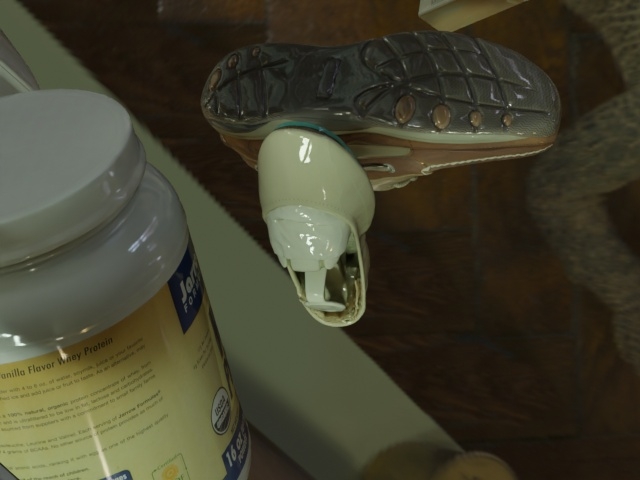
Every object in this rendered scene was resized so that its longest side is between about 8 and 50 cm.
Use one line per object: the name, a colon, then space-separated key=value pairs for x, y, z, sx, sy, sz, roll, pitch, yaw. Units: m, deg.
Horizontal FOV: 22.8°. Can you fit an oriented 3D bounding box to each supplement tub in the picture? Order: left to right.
supplement tub: x=-0.190 y=0.071 z=1.161 sx=0.228 sy=0.228 sz=0.316 roll=-20 pitch=123 yaw=-10

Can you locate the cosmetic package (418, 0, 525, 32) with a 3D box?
cosmetic package: x=0.149 y=-0.242 z=1.488 sx=0.041 sy=0.115 sz=0.060 roll=30 pitch=58 yaw=-35

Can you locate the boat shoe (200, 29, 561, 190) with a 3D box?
boat shoe: x=0.058 y=-0.107 z=1.404 sx=0.324 sy=0.116 sz=0.123 roll=6 pitch=54 yaw=23

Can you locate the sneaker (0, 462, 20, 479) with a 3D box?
sneaker: x=-0.244 y=0.160 z=0.822 sx=0.295 sy=0.178 sz=0.124 roll=35 pitch=100 yaw=3

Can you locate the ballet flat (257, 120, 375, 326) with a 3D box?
ballet flat: x=0.000 y=0.000 z=1.192 sx=0.086 sy=0.248 sz=0.086 roll=-4 pitch=66 yaw=8

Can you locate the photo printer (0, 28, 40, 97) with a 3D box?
photo printer: x=-0.361 y=-0.199 z=1.319 sx=0.107 sy=0.307 sz=0.256 roll=-40 pitch=71 yaw=0
